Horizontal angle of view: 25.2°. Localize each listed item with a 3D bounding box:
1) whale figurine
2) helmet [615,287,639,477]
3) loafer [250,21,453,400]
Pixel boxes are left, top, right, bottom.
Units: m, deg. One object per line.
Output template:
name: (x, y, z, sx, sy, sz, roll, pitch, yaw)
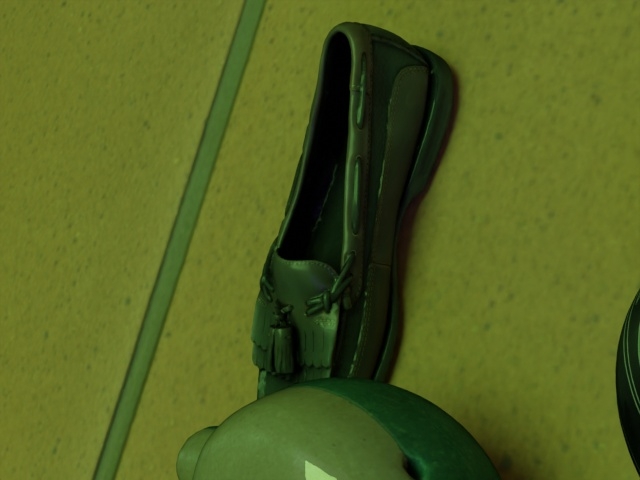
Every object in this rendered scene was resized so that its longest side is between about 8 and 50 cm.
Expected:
whale figurine: (0.004, 0.186, 0.759, 0.216, 0.141, 0.272, 54, 137, 24)
helmet: (0.201, 0.059, 0.588, 0.169, 0.169, 0.161, -25, 74, 36)
loafer: (0.000, 0.000, 0.851, 0.096, 0.084, 0.267, 8, 79, 46)
